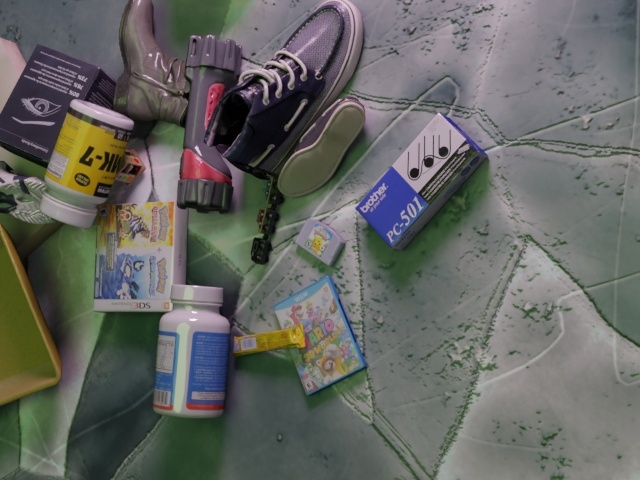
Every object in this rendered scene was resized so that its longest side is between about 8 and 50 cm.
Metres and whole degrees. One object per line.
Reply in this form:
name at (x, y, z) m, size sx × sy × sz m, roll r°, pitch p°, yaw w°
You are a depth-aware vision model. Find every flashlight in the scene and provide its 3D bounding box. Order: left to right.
flashlight at (-0.189, -0.202, 1.880) m, size 0.103 × 0.103 × 0.304 m, roll 3°, pitch 82°, yaw 27°

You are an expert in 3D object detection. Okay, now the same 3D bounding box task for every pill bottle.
pill bottle at (-0.422, -0.136, 1.911) m, size 0.119 × 0.119 × 0.208 m, roll 26°, pitch 99°, yaw 29°
pill bottle at (-0.219, 0.189, 1.836) m, size 0.124 × 0.124 × 0.221 m, roll 3°, pitch 86°, yaw 30°

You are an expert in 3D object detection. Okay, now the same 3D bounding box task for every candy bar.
candy bar at (-0.091, 0.172, 1.812) m, size 0.161 × 0.018 × 0.040 m, roll -14°, pitch 77°, yaw 37°

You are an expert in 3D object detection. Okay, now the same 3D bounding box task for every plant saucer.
plant saucer at (-0.662, 0.160, 2.086) m, size 0.333 × 0.081 × 0.333 m, roll -22°, pitch 90°, yaw 26°

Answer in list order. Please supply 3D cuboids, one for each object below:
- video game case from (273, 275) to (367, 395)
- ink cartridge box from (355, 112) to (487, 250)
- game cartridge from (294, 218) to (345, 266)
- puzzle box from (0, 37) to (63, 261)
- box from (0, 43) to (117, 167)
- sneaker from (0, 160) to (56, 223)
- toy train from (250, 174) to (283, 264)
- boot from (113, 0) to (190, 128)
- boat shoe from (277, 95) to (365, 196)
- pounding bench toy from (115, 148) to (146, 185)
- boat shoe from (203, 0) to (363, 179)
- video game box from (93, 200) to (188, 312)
video game case at (-0.003, 0.159, 1.777) m, size 0.119 × 0.015 × 0.166 m, roll -30°, pitch 71°, yaw 24°
ink cartridge box at (0.158, -0.091, 1.692) m, size 0.207 × 0.046 × 0.097 m, roll -49°, pitch 63°, yaw 17°
game cartridge at (0.000, 0.000, 1.792) m, size 0.083 × 0.017 × 0.056 m, roll 34°, pitch 98°, yaw 28°
puzzle box at (-0.640, -0.171, 2.155) m, size 0.272 × 0.052 × 0.409 m, roll -38°, pitch 68°, yaw 22°
box at (-0.496, -0.241, 2.009) m, size 0.153 × 0.108 × 0.207 m, roll 24°, pitch 82°, yaw 20°
sneaker at (-0.577, -0.101, 2.032) m, size 0.235 × 0.153 × 0.094 m, roll -4°, pitch 117°, yaw -3°
toy train at (-0.092, -0.037, 1.843) m, size 0.036 × 0.027 × 0.158 m, roll 16°, pitch 94°, yaw 41°
boot at (-0.286, -0.329, 1.967) m, size 0.161 × 0.083 × 0.246 m, roll 5°, pitch 89°, yaw 20°
boat shoe at (0.002, -0.158, 1.794) m, size 0.206 × 0.075 × 0.065 m, roll -49°, pitch 21°, yaw 23°
pounding bench toy at (-0.376, -0.152, 1.994) m, size 0.052 × 0.065 × 0.083 m, roll -43°, pitch 66°, yaw 20°
boat shoe at (-0.061, -0.259, 1.770) m, size 0.127 × 0.158 × 0.340 m, roll 34°, pitch 102°, yaw 28°
video game box at (-0.331, 0.033, 1.961) m, size 0.187 × 0.048 × 0.205 m, roll -2°, pitch 84°, yaw 27°
